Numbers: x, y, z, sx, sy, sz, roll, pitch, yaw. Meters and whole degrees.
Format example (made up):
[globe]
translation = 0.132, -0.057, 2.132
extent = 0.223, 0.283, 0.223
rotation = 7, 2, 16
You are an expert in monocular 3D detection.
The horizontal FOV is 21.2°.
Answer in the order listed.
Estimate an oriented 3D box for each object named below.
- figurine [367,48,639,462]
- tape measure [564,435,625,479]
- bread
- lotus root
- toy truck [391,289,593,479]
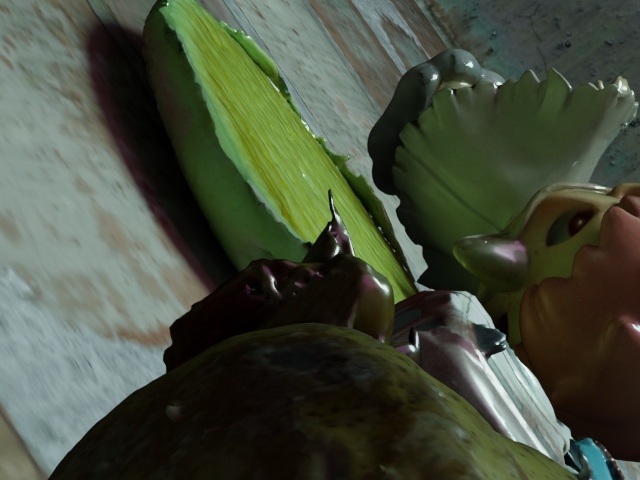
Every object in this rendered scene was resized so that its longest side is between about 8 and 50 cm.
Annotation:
[figurine]
translation = 0.144, 0.024, 0.971
extent = 0.166, 0.207, 0.387
rotation = 18, 23, -33
[tape measure]
translation = 0.130, 0.167, 0.827
extent = 0.125, 0.081, 0.146
rotation = 56, 13, -56
[bread]
translation = -0.001, -0.003, 0.881
extent = 0.301, 0.045, 0.301
rotation = 54, 11, -15
[lotus root]
translation = 0.002, 0.094, 0.377
extent = 0.154, 0.154, 0.278
rotation = 47, 13, -32
[toy truck]
translation = 0.082, 0.153, 0.617
extent = 0.270, 0.114, 0.135
rotation = 56, 7, -5
